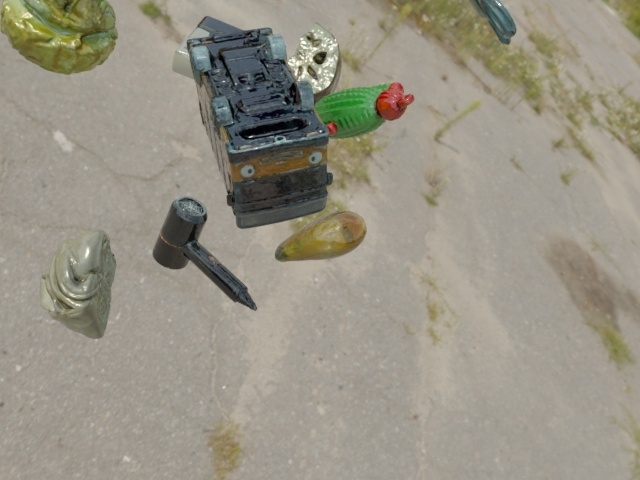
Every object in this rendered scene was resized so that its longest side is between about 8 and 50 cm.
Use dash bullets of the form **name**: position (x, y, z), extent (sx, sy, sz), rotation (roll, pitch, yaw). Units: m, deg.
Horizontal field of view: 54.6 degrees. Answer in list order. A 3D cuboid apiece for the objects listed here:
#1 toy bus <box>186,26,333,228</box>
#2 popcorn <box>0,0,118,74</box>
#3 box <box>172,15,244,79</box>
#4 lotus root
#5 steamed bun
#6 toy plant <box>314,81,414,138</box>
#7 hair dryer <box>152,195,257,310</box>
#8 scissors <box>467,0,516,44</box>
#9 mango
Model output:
- **toy bus**: position (-0.103, -0.185, 0.990), extent (0.162, 0.194, 0.323), rotation (-13, 48, -13)
- **popcorn**: position (-0.531, -0.443, 1.270), extent (0.221, 0.184, 0.204), rotation (-6, 77, -35)
- **box**: position (-0.285, -0.518, 1.709), extent (0.168, 0.071, 0.259), rotation (20, 42, -6)
- **lotus root**: position (-0.018, -0.448, 1.647), extent (0.138, 0.234, 0.119), rotation (23, -10, -2)
- **steamed bun**: position (-0.530, 0.090, 1.341), extent (0.145, 0.218, 0.211), rotation (4, 60, -5)
- **toy plant**: position (0.076, -0.244, 1.143), extent (0.088, 0.240, 0.154), rotation (61, 33, -20)
- **hair dryer**: position (-0.282, 0.052, 1.629), extent (0.352, 0.189, 0.107), rotation (39, 32, 17)
- **scissors**: position (0.255, -0.472, 1.108), extent (0.289, 0.041, 0.138), rotation (52, 15, 1)
- **mango**: position (0.000, 0.000, 2.041), extent (0.193, 0.317, 0.146), rotation (-50, 117, -81)
